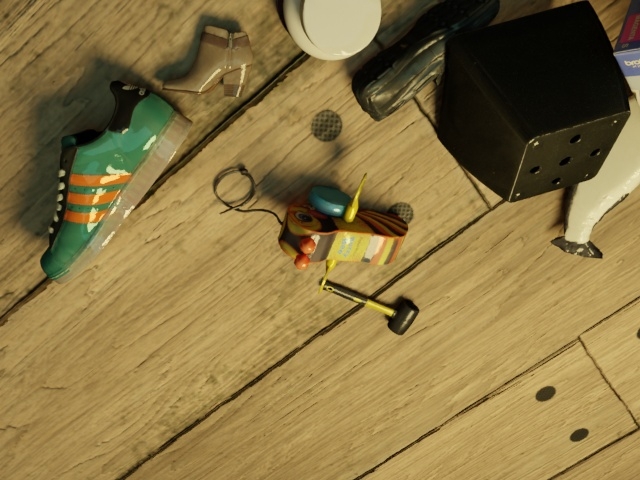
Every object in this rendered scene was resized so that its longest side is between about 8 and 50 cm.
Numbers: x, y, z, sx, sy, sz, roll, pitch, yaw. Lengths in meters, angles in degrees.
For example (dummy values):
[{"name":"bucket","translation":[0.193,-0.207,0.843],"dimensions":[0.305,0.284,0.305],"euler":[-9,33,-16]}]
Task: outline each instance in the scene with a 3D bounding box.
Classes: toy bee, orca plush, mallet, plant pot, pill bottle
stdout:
[{"name":"toy bee","translation":[0.000,0.000,0.740],"dimensions":[0.298,0.162,0.195],"euler":[-7,122,-6]},{"name":"orca plush","translation":[0.483,-0.105,0.799],"dimensions":[0.102,0.151,0.287],"euler":[-20,121,-36]},{"name":"mallet","translation":[0.083,0.121,0.895],"dimensions":[0.189,0.039,0.062],"euler":[17,112,-13]},{"name":"plant pot","translation":[0.279,-0.163,0.650],"dimensions":[0.187,0.167,0.188],"euler":[-16,147,-3]},{"name":"pill bottle","translation":[0.008,-0.268,0.570],"dimensions":[0.108,0.193,0.108],"euler":[-4,120,-7]}]

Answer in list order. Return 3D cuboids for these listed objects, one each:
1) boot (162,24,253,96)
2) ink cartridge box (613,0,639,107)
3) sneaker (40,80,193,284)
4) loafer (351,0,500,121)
[{"name":"boot","translation":[-0.148,-0.237,0.655],"dimensions":[0.118,0.042,0.087],"euler":[0,113,-11]},{"name":"ink cartridge box","translation":[0.442,-0.237,0.604],"dimensions":[0.311,0.065,0.186],"euler":[33,76,-39]},{"name":"sneaker","translation":[-0.310,-0.080,0.679],"dimensions":[0.121,0.108,0.302],"euler":[36,100,-24]},{"name":"loafer","translation":[0.145,-0.251,0.678],"dimensions":[0.223,0.076,0.078],"euler":[-37,134,9]}]
